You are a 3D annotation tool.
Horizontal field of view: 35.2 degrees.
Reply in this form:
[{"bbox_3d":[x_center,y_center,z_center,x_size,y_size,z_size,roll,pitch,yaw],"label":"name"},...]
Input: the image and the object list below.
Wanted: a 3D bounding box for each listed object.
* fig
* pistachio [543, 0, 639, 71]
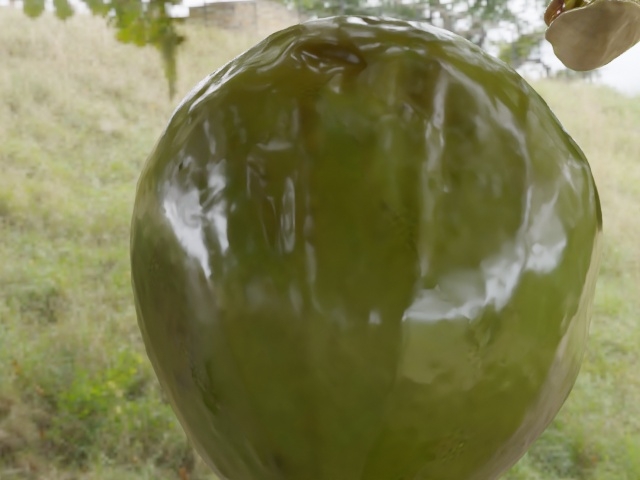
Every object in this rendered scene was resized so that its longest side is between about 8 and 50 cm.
[{"bbox_3d":[0.029,0.034,0.682,0.343,0.343,0.343,-4,1,0],"label":"fig"},{"bbox_3d":[0.401,-0.326,1.460,0.145,0.117,0.200,4,-22,-3],"label":"pistachio"}]
